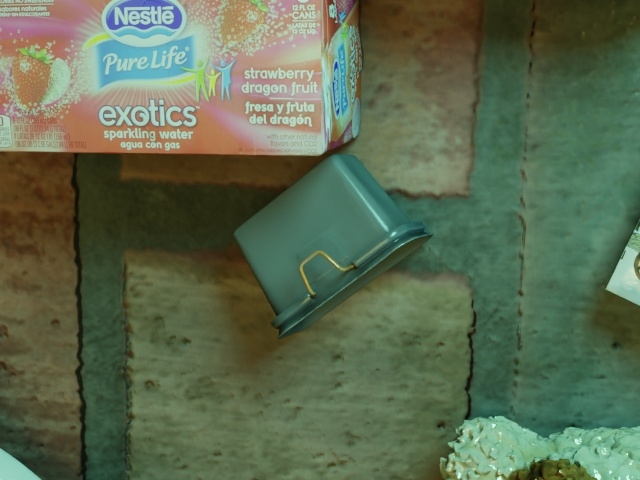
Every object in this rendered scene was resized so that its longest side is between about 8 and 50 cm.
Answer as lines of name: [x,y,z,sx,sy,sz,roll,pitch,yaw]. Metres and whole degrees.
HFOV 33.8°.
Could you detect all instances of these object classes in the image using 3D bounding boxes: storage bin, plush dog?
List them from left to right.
storage bin: [0.000,0.000,0.804,0.135,0.098,0.091,-38,81,18]
plush dog: [0.220,0.222,0.723,0.210,0.225,0.262,-36,91,18]

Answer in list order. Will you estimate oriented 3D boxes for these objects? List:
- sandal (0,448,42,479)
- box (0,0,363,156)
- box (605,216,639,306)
sandal: [-0.373,0.136,0.923,0.169,0.102,0.416,-30,107,32]
box: [-0.104,-0.130,0.778,0.256,0.128,0.123,2,103,14]
box: [0.337,0.013,0.720,0.233,0.044,0.159,27,108,20]
